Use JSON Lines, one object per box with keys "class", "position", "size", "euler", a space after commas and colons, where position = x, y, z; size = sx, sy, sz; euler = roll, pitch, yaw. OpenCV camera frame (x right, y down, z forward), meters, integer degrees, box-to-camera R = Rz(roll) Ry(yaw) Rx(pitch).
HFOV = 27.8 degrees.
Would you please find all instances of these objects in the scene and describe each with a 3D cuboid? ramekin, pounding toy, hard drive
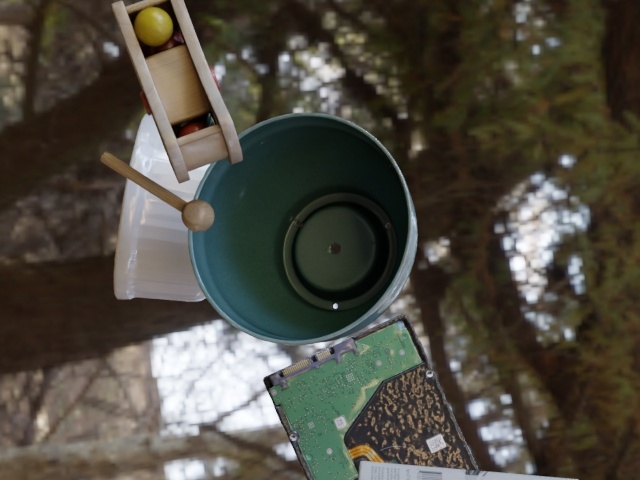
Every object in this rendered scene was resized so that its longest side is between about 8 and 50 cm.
{"class": "ramekin", "position": [-0.214, -0.040, 1.910], "size": [0.277, 0.135, 0.277], "euler": [-170, -90, -87]}
{"class": "pounding toy", "position": [-0.181, -0.135, 1.439], "size": [0.154, 0.154, 0.270], "euler": [-176, -115, -84]}
{"class": "hard drive", "position": [0.088, 0.306, 1.887], "size": [0.064, 0.236, 0.339], "euler": [136, -71, -84]}

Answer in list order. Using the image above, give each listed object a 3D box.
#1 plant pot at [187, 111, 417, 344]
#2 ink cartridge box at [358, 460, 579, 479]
{"class": "plant pot", "position": [0.000, 0.000, 1.691], "size": [0.196, 0.293, 0.293], "euler": [30, 47, -69]}
{"class": "ink cartridge box", "position": [0.129, 0.264, 1.111], "size": [0.148, 0.203, 0.086], "euler": [-76, 170, -73]}
